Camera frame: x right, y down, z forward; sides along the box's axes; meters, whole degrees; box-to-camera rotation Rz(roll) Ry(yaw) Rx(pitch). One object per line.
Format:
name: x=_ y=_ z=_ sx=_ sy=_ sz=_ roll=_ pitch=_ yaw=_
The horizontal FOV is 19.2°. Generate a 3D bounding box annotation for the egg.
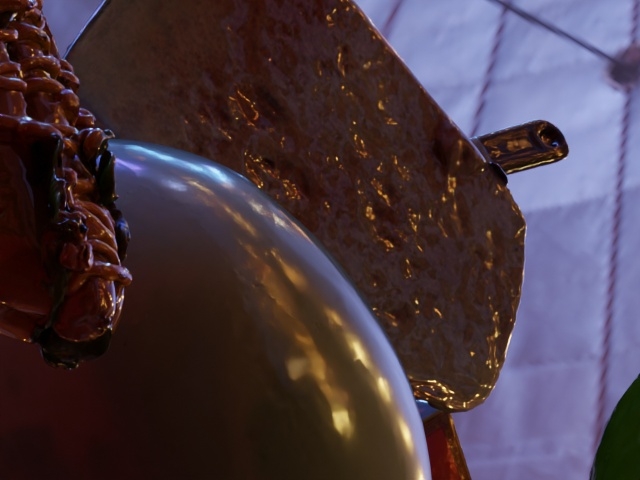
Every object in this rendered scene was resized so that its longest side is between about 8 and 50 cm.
egg: x=-0.061 y=0.086 z=0.793 sx=0.203 sy=0.282 sz=0.203 roll=-21 pitch=-156 yaw=10

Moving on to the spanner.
spanner: x=0.083 y=-0.058 z=1.462 sx=0.087 sy=0.316 sz=0.024 roll=58 pitch=-43 yaw=17

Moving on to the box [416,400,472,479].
box: x=0.010 y=0.234 z=1.361 sx=0.074 sy=0.240 sz=0.153 roll=11 pitch=-56 yaw=52

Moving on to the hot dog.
hot dog: x=-0.102 y=-0.042 z=0.605 sx=0.055 sy=0.072 sz=0.188 roll=-35 pitch=-122 yaw=18

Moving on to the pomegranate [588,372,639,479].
pomegranate: x=0.207 y=0.118 z=0.617 sx=0.241 sy=0.190 sz=0.159 roll=-23 pitch=-142 yaw=14

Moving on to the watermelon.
watermelon: x=0.000 y=0.000 z=1.034 sx=0.258 sy=0.387 sz=0.228 roll=34 pitch=-111 yaw=31
